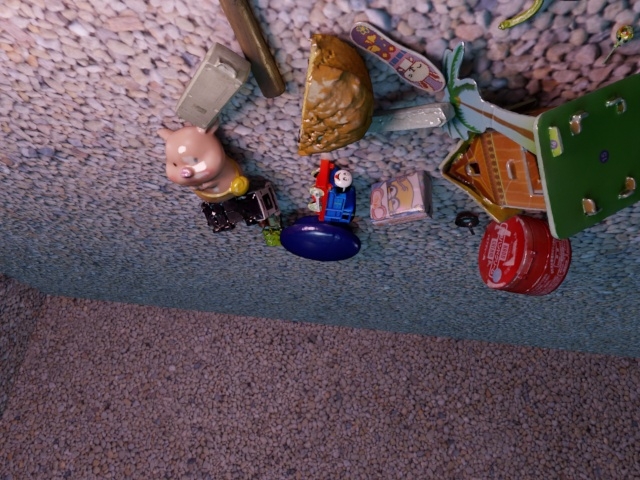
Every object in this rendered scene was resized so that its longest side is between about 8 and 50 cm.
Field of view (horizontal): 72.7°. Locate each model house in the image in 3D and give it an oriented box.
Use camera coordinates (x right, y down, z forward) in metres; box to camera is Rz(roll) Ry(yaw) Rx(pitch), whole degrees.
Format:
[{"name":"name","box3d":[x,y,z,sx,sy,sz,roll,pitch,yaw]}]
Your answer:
[{"name":"model house","box3d":[0.386,-0.219,0.796,0.301,0.339,0.324,-25,-164,-17]}]

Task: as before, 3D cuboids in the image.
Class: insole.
[{"name":"insole","box3d":[0.134,-0.311,0.743,0.197,0.004,0.065,27,158,-18]}]

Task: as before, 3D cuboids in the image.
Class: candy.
[{"name":"candy","box3d":[0.468,-0.305,0.688,0.025,0.023,0.083,37,171,18]}]

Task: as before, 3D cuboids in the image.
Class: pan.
[{"name":"pan","box3d":[0.438,-0.050,1.282,0.069,0.023,0.115,-8,150,29]}]

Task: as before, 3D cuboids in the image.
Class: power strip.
[{"name":"power strip","box3d":[-0.211,-0.286,0.828,0.078,0.052,0.272,25,161,-25]}]

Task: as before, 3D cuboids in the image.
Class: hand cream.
[{"name":"hand cream","box3d":[0.564,0.040,1.212,0.150,0.230,0.230,10,157,-9]}]

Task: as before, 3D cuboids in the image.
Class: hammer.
[{"name":"hammer","box3d":[-0.139,-0.379,0.655,0.169,0.044,0.440,-1,155,16]}]

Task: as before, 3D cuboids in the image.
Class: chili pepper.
[{"name":"chili pepper","box3d":[0.304,-0.342,0.649,0.031,0.017,0.083,21,154,-27]}]

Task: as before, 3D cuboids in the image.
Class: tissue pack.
[{"name":"tissue pack","box3d":[0.205,-0.102,1.111,0.155,0.115,0.065,-11,154,34]}]

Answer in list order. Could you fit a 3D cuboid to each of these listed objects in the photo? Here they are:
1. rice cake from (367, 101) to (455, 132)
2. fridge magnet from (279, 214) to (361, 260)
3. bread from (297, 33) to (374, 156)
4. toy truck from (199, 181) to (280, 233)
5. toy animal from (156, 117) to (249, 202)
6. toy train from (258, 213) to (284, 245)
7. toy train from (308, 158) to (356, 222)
[{"name":"rice cake","box3d":[0.140,-0.233,0.837,0.246,0.045,0.042,8,127,44]},{"name":"fridge magnet","box3d":[0.000,0.000,1.412,0.266,0.112,0.265,7,157,3]},{"name":"bread","box3d":[0.027,-0.257,0.794,0.140,0.143,0.229,-2,161,-8]},{"name":"toy truck","box3d":[-0.236,-0.094,1.258,0.243,0.101,0.125,-8,-164,33]},{"name":"toy animal","box3d":[-0.271,-0.173,1.055,0.165,0.149,0.248,-15,145,9]},{"name":"toy train","box3d":[-0.162,-0.049,1.424,0.085,0.053,0.249,-3,156,3]},{"name":"toy train","box3d":[0.036,-0.125,1.152,0.131,0.082,0.204,7,159,0]}]
